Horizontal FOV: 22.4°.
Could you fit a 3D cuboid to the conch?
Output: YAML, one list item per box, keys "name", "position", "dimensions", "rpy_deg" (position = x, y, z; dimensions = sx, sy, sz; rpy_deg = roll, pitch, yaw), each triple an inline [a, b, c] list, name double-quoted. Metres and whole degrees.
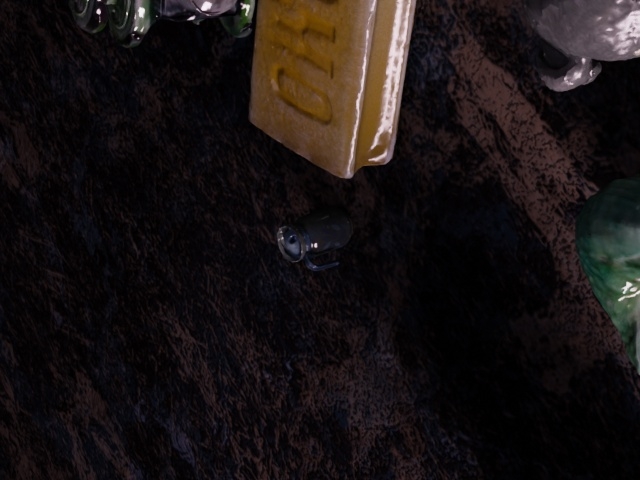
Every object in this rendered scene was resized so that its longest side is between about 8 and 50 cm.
- name: "conch"
  position: [0.313, 0.011, 1.384]
  dimensions: [0.196, 0.134, 0.202]
  rpy_deg: [19, 125, -3]

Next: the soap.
- name: "soap"
  position: [0.011, -0.222, 1.677]
  dimensions: [0.173, 0.089, 0.274]
  rpy_deg: [33, 131, 36]

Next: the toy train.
- name: "toy train"
  position: [-0.175, -0.342, 1.740]
  dimensions: [0.307, 0.173, 0.248]
  rpy_deg: [-154, 61, -61]

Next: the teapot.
- name: "teapot"
  position: [-0.003, 0.000, 1.801]
  dimensions: [0.049, 0.083, 0.063]
  rpy_deg: [-15, 97, 53]

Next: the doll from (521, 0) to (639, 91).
- name: "doll"
  position: [0.257, -0.299, 1.297]
  dimensions: [0.246, 0.158, 0.340]
  rpy_deg: [-29, 52, 53]
